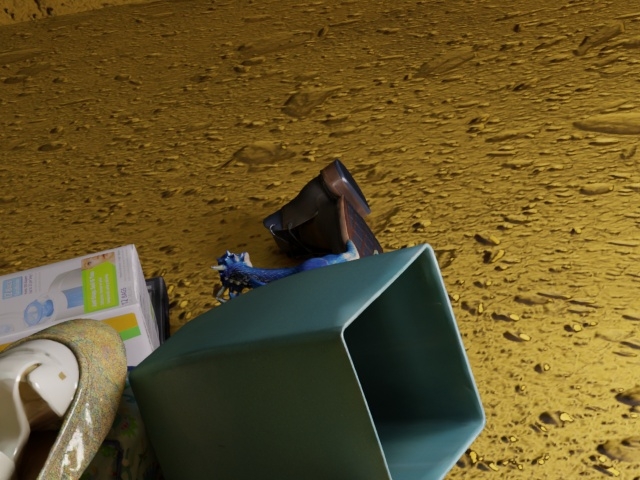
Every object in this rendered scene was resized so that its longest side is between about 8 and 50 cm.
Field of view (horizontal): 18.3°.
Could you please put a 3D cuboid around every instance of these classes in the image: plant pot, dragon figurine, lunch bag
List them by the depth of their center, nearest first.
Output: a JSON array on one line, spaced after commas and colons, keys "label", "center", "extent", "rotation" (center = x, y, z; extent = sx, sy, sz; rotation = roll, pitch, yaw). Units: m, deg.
[{"label": "plant pot", "center": [-0.021, 0.120, 1.602], "extent": [0.234, 0.165, 0.166], "rotation": [-7, 20, 32]}, {"label": "lunch bag", "center": [-0.205, 0.168, 1.677], "extent": [0.151, 0.096, 0.129], "rotation": [5, 25, 19]}, {"label": "dragon figurine", "center": [-0.012, 0.064, 1.848], "extent": [0.144, 0.085, 0.289], "rotation": [-18, 20, -13]}]

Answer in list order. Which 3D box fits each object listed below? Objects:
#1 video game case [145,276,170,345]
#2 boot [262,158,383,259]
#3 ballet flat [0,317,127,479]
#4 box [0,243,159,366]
[{"label": "video game case", "center": [-0.283, 0.120, 1.948], "extent": [0.275, 0.035, 0.248], "rotation": [-14, 19, 0]}, {"label": "boot", "center": [0.000, 0.000, 2.074], "extent": [0.106, 0.082, 0.219], "rotation": [-33, 21, 10]}, {"label": "ballet flat", "center": [-0.244, 0.163, 1.522], "extent": [0.123, 0.123, 0.348], "rotation": [-3, 44, 28]}, {"label": "box", "center": [-0.252, 0.095, 1.798], "extent": [0.203, 0.103, 0.114], "rotation": [-13, 31, -1]}]
